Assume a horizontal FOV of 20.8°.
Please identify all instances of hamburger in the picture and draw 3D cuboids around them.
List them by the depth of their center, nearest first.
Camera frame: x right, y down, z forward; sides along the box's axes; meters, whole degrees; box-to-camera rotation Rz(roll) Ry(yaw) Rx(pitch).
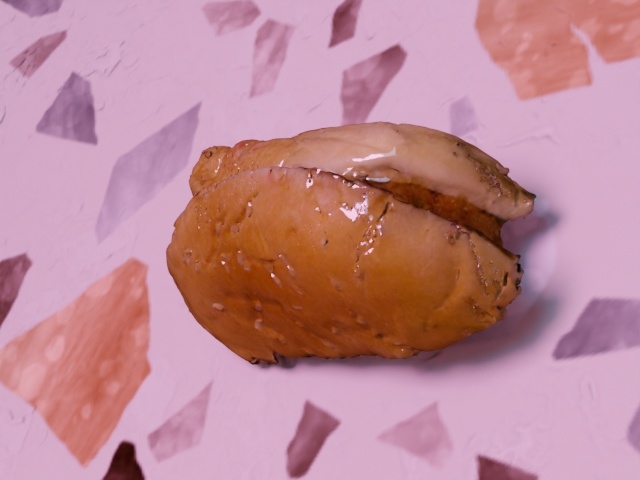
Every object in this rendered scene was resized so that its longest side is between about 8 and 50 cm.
[{"bbox_3d":[0.000,0.000,1.019,0.262,0.131,0.124,-6,60,46],"label":"hamburger"}]
